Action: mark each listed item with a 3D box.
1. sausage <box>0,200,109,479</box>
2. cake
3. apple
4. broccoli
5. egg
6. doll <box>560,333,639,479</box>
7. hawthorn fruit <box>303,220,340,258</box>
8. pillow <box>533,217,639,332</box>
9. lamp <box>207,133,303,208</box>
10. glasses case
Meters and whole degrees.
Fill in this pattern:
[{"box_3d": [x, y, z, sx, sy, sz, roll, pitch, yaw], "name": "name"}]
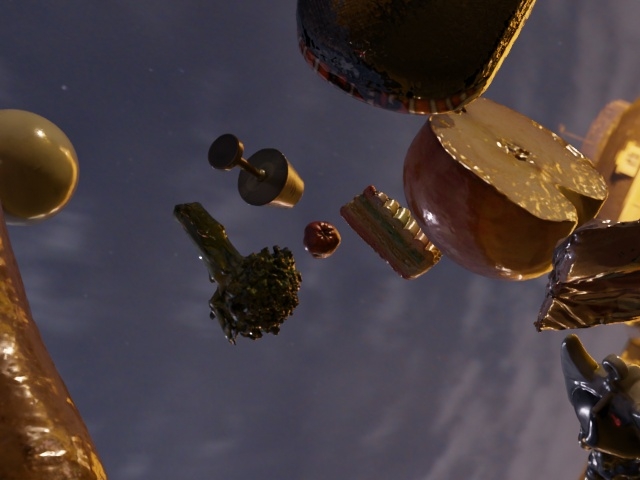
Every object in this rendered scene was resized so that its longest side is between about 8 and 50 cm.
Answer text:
[{"box_3d": [-0.298, 0.043, 0.716, 0.136, 0.501, 0.123, -36, -25, 20], "name": "sausage"}, {"box_3d": [0.149, -0.011, 1.848, 0.109, 0.225, 0.090, -43, 19, 43], "name": "cake"}, {"box_3d": [0.219, -0.054, 1.165, 0.293, 0.251, 0.163, -24, -32, -55], "name": "apple"}, {"box_3d": [-0.153, 0.060, 1.572, 0.177, 0.275, 0.199, -33, -37, -30], "name": "broccoli"}, {"box_3d": [-0.507, -0.123, 1.470, 0.188, 0.253, 0.189, -21, -56, -36], "name": "egg"}, {"box_3d": [0.380, 0.245, 1.137, 0.103, 0.145, 0.316, -15, -46, 0], "name": "doll"}, {"box_3d": [0.000, 0.000, 2.026, 0.093, 0.093, 0.093, -29, -45, -35], "name": "hawthorn fruit"}, {"box_3d": [0.274, 0.029, 0.823, 0.135, 0.049, 0.248, -10, -27, 1], "name": "pillow"}, {"box_3d": [-0.121, -0.130, 1.714, 0.121, 0.121, 0.214, -59, -36, -1], "name": "lamp"}, {"box_3d": [0.079, -0.171, 0.469, 0.267, 0.103, 0.067, -58, -16, -28], "name": "glasses case"}]
